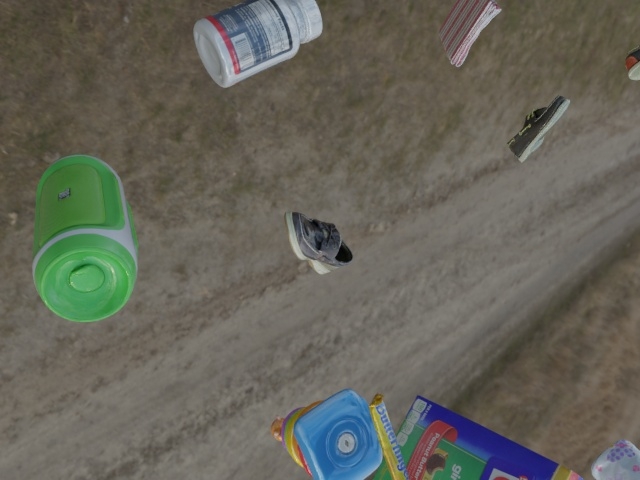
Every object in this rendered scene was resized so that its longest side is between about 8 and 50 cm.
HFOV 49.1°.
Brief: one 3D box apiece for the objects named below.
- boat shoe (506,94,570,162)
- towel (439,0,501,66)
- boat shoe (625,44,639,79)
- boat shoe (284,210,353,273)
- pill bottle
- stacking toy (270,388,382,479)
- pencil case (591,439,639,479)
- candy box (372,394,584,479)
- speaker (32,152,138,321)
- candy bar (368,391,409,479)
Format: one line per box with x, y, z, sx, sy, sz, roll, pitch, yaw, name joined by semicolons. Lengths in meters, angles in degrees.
0.533;-0.283;1.734;0.081;0.068;0.227;-35;164;-30;boat shoe
0.305;-0.458;1.457;0.144;0.029;0.197;-56;-160;31;towel
0.500;-0.286;1.011;0.049;0.137;0.043;15;62;-24;boat shoe
0.000;0.000;1.509;0.285;0.092;0.103;49;29;-63;boat shoe
-0.093;-0.319;1.081;0.180;0.108;0.108;-29;139;-19;pill bottle
-0.022;0.405;1.454;0.166;0.302;0.175;-26;95;-31;stacking toy
0.700;0.550;1.468;0.113;0.273;0.124;-15;130;-21;pencil case
0.225;0.428;1.085;0.122;0.317;0.268;38;77;-36;candy box
-0.324;-0.015;0.957;0.131;0.296;0.131;-9;121;-16;speaker
0.101;0.297;1.009;0.040;0.018;0.161;-29;103;-60;candy bar
